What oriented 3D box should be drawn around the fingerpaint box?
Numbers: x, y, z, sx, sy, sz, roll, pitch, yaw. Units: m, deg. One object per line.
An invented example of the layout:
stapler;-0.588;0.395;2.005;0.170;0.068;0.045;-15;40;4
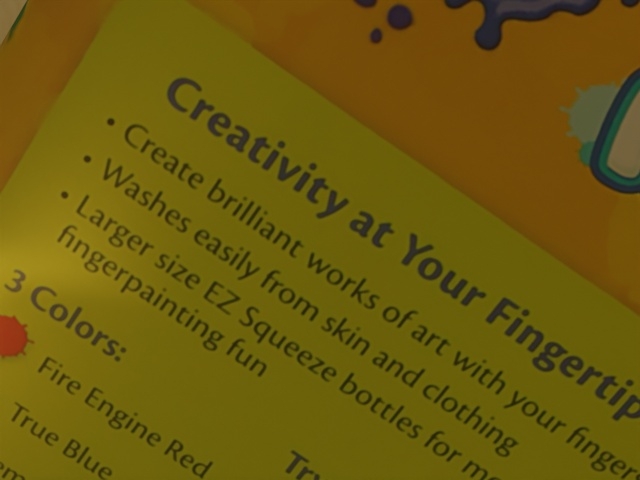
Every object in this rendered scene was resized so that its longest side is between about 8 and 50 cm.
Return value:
fingerpaint box;0.091;0.050;0.491;0.445;0.371;0.163;34;-157;-6
